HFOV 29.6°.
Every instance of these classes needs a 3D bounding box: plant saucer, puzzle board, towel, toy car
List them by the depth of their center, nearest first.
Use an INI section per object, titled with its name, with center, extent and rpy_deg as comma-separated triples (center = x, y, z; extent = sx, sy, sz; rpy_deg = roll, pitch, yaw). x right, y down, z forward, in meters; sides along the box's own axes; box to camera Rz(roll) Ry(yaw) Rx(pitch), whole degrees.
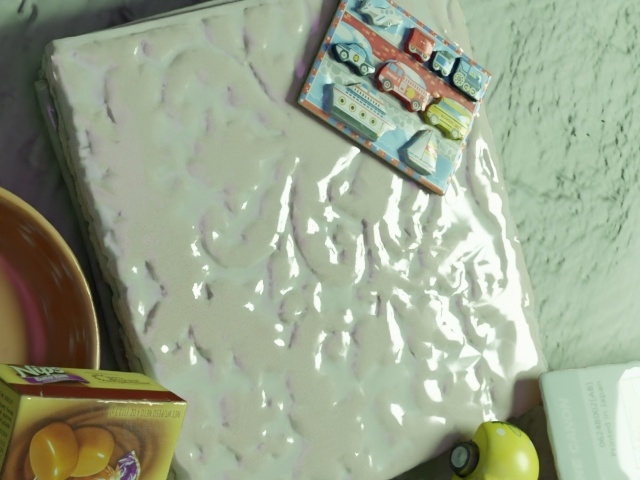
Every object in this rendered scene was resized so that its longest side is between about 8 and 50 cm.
[plant saucer]
center = -0.218, 0.061, 0.656
extent = 0.199, 0.037, 0.200
rpy_deg = 1, 88, -34
[towel]
center = 0.000, 0.000, 0.793
extent = 0.316, 0.053, 0.332
rpy_deg = -19, 99, -31
[puzzle board]
center = 0.053, -0.100, 0.794
extent = 0.128, 0.011, 0.096
rpy_deg = 30, 72, -27
[toy car]
center = 0.059, 0.254, 0.803
extent = 0.224, 0.053, 0.239
rpy_deg = -12, 111, -25

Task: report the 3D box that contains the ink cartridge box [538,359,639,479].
[ink cartridge box]
center = 0.319, 0.241, 0.941
extent = 0.384, 0.091, 0.308
rpy_deg = -2, 76, -31

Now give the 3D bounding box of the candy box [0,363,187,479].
[candy box]
center = -0.149, 0.164, 0.653
extent = 0.109, 0.053, 0.187
rpy_deg = 10, 100, -45
